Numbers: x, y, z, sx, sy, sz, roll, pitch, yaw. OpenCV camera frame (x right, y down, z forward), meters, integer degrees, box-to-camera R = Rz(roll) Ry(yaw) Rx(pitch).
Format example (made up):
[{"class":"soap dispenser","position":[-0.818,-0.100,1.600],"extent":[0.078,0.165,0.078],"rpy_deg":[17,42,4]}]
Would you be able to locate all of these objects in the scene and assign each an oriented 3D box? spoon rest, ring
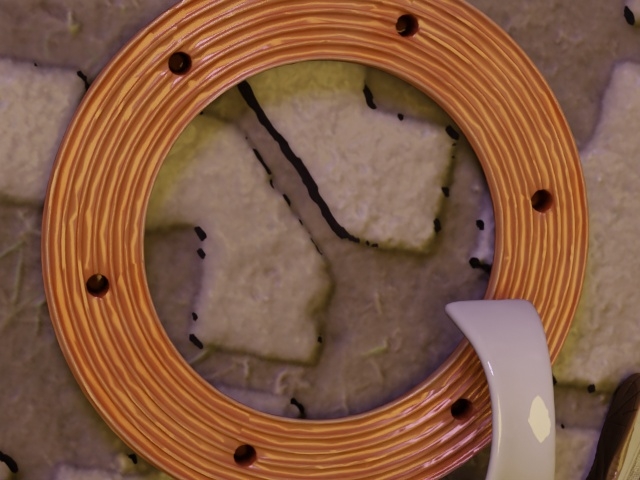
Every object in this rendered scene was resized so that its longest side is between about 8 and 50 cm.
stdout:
[{"class":"spoon rest","position":[0.097,0.176,1.053],"extent":[0.137,0.084,0.276],"rpy_deg":[-3,112,-17]},{"class":"ring","position":[0.000,0.000,1.056],"extent":[0.337,0.032,0.336],"rpy_deg":[-2,99,-14]}]

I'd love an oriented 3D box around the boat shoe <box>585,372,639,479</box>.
[{"class":"boat shoe","position":[0.195,0.162,1.111],"extent":[0.049,0.056,0.152],"rpy_deg":[20,93,-10]}]
